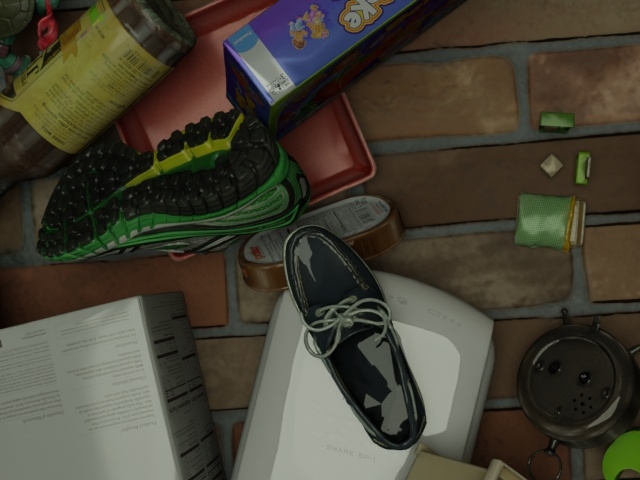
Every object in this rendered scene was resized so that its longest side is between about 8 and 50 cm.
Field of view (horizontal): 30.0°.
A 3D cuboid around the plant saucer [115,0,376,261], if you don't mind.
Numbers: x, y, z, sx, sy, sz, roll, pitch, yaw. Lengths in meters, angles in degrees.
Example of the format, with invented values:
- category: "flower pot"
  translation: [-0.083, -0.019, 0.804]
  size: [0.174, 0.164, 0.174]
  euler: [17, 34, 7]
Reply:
- category: "plant saucer"
  translation: [-0.098, -0.141, 1.373]
  size: [0.258, 0.048, 0.259]
  euler: [-23, 88, 6]

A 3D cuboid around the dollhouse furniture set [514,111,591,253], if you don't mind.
- category: "dollhouse furniture set"
  translation: [0.259, -0.063, 1.321]
  size: [0.076, 0.058, 0.152]
  euler: [5, 90, 8]

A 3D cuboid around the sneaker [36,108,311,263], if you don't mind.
- category: "sneaker"
  translation: [-0.167, -0.026, 1.286]
  size: [0.343, 0.146, 0.134]
  euler: [-10, 57, 32]

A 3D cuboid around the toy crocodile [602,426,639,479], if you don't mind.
- category: "toy crocodile"
  translation: [0.463, 0.300, 1.267]
  size: [0.340, 0.115, 0.105]
  euler: [32, 100, 8]

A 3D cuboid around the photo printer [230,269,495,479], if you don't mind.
- category: "photo printer"
  translation: [0.049, 0.187, 1.318]
  size: [0.256, 0.107, 0.307]
  euler: [15, 90, 6]

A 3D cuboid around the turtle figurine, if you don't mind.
- category: "turtle figurine"
  translation: [-0.381, -0.270, 1.357]
  size: [0.234, 0.118, 0.175]
  euler: [-5, 91, -8]

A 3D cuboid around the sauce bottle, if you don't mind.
- category: "sauce bottle"
  translation: [-0.295, -0.146, 1.325]
  size: [0.344, 0.111, 0.111]
  euler: [-39, 85, 13]

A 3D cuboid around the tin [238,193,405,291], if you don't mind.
- category: "tin"
  translation: [0.000, 0.000, 1.321]
  size: [0.189, 0.106, 0.040]
  euler: [-20, 114, -6]

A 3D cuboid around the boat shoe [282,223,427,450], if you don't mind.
- category: "boat shoe"
  translation: [0.033, 0.099, 1.228]
  size: [0.095, 0.079, 0.254]
  euler: [-22, 87, 2]

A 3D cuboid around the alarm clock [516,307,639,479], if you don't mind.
- category: "alarm clock"
  translation: [0.271, 0.174, 1.290]
  size: [0.129, 0.064, 0.192]
  euler: [19, 83, 32]

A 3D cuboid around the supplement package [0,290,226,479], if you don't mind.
- category: "supplement package"
  translation: [-0.236, 0.206, 1.311]
  size: [0.199, 0.198, 0.263]
  euler: [-14, 88, 6]

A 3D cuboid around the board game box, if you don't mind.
- category: "board game box"
  translation: [0.061, -0.245, 1.227]
  size: [0.347, 0.233, 0.078]
  euler: [-37, 88, -6]

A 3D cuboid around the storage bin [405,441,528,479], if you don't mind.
- category: "storage bin"
  translation: [0.159, 0.382, 1.204]
  size: [0.260, 0.123, 0.262]
  euler: [39, 70, -34]
